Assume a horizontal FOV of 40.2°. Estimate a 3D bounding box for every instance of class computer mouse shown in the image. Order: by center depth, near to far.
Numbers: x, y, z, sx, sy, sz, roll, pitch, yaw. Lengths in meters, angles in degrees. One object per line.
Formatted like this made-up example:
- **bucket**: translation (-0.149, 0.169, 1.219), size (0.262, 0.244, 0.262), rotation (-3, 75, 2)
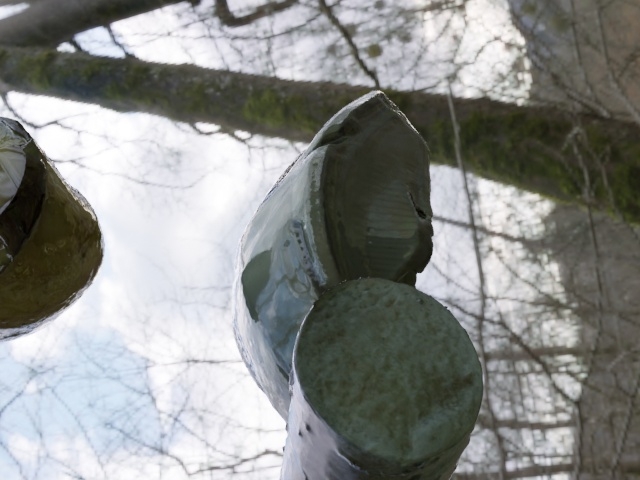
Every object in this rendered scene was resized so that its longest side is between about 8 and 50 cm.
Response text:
- **computer mouse**: translation (-0.003, -0.003, 0.864), size (0.145, 0.228, 0.429), rotation (24, -144, -12)

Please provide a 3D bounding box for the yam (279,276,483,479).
- **yam**: translation (0.020, 0.135, 0.481), size (0.259, 0.093, 0.093), rotation (99, 180, -49)

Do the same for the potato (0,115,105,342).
- **potato**: translation (-0.349, 0.010, 0.931), size (0.242, 0.285, 0.242), rotation (53, -166, -19)
